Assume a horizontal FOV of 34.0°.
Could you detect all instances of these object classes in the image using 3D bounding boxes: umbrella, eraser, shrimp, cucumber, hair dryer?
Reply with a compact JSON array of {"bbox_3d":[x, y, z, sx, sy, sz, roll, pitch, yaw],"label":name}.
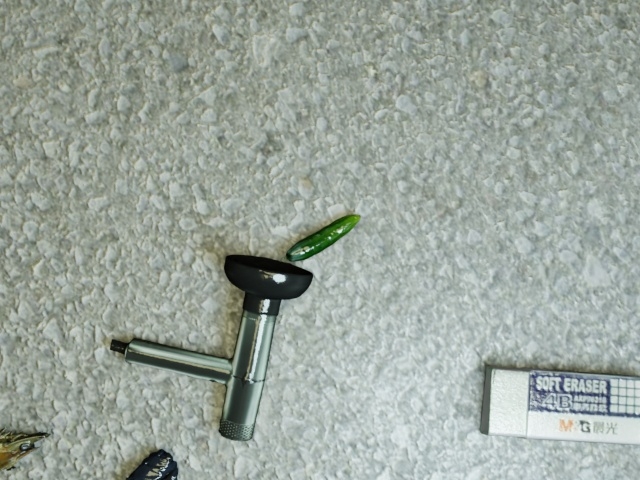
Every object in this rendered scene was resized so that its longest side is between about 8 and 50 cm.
[{"bbox_3d":[-0.344,0.465,1.811,0.248,0.071,0.071,-44,91,-6],"label":"umbrella"},{"bbox_3d":[0.434,0.295,1.867,0.287,0.086,0.130,5,85,-4],"label":"eraser"},{"bbox_3d":[-0.621,0.340,1.808,0.296,0.058,0.169,-20,86,-2],"label":"shrimp"},{"bbox_3d":[0.000,0.000,1.876,0.168,0.039,0.039,-31,89,-10],"label":"cucumber"},{"bbox_3d":[-0.197,0.160,1.802,0.284,0.156,0.320,20,94,-13],"label":"hair dryer"}]
